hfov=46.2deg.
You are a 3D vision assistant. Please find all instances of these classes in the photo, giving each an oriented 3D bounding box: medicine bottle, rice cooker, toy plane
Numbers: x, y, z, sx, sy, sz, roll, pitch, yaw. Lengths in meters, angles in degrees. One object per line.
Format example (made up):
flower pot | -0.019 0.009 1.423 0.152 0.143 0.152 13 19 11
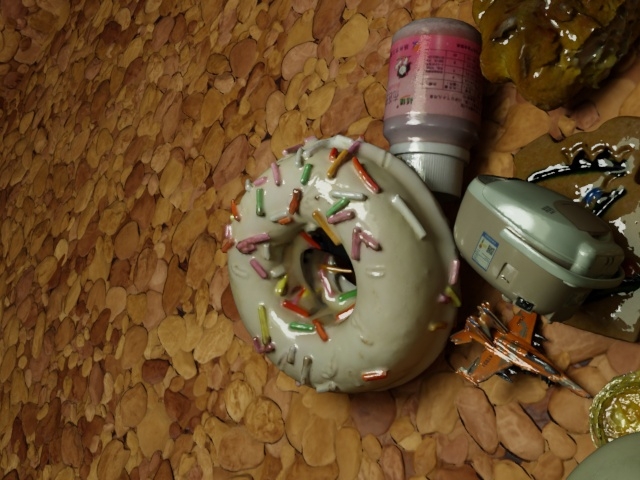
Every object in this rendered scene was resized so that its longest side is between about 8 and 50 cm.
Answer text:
medicine bottle | 0.162 -0.184 1.084 0.147 0.147 0.247 0 81 44
rice cooker | 0.248 0.003 0.877 0.206 0.145 0.127 50 126 37
toy plane | 0.254 0.147 0.937 0.188 0.062 0.135 36 74 27

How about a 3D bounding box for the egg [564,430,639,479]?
egg | 0.314 0.316 0.703 0.219 0.219 0.270 -9 64 42

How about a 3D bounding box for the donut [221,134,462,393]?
donut | 0.016 0.042 1.054 0.382 0.142 0.383 10 108 35

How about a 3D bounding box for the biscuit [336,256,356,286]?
biscuit | 0.000 0.000 1.251 0.305 0.038 0.306 -17 65 40

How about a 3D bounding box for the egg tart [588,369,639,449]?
egg tart | 0.353 0.202 0.826 0.130 0.052 0.131 -20 62 42

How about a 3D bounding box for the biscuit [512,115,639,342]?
biscuit | 0.326 -0.011 0.934 0.278 0.043 0.302 -41 51 27

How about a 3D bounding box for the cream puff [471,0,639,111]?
cream puff | 0.313 -0.298 0.984 0.241 0.154 0.269 2 70 39
